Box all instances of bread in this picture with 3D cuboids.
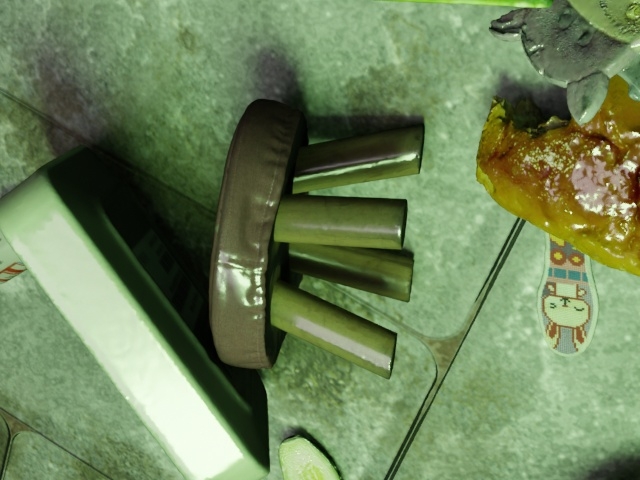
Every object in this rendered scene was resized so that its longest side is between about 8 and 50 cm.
[{"bbox_3d":[0.311,-0.049,1.152,0.380,0.109,0.185,31,116,30],"label":"bread"}]

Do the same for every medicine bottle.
[{"bbox_3d":[-0.369,-0.004,1.620,0.140,0.079,0.079,-27,102,38],"label":"medicine bottle"}]

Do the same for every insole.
[{"bbox_3d":[0.250,0.036,1.339,0.065,0.004,0.197,10,122,25],"label":"insole"}]

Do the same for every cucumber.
[{"bbox_3d":[-0.010,0.278,1.612,0.067,0.035,0.107,-20,106,18],"label":"cucumber"}]

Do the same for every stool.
[{"bbox_3d":[0.000,0.000,1.315,0.178,0.272,0.272,7,122,8],"label":"stool"}]

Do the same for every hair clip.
[{"bbox_3d":[0.244,-0.180,1.131,0.146,0.056,0.187,-45,60,11],"label":"hair clip"}]

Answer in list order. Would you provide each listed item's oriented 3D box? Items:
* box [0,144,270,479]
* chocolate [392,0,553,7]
[{"bbox_3d":[-0.178,0.073,1.399,0.090,0.367,0.373,-36,99,4],"label":"box"},{"bbox_3d":[0.059,-0.354,1.107,0.300,0.137,0.289,6,125,18],"label":"chocolate"}]
